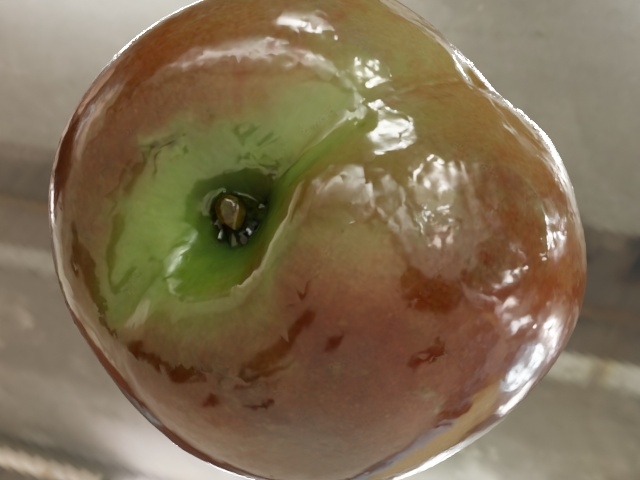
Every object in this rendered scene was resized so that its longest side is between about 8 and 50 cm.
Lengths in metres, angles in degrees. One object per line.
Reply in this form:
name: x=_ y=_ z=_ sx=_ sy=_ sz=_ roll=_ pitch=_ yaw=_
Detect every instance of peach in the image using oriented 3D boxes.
peach: x=0.000 y=0.000 z=0.829 sx=0.252 sy=0.252 sz=0.252 roll=25 pitch=-32 yaw=17
